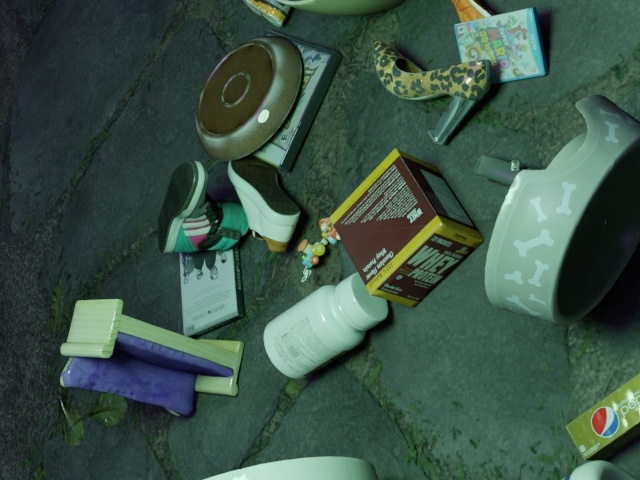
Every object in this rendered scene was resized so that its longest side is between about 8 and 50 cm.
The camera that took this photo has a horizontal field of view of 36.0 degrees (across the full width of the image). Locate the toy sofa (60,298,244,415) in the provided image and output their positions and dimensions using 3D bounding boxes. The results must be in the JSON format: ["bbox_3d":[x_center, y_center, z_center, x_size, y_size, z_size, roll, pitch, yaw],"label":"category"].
[{"bbox_3d":[-0.340,0.249,2.019,0.150,0.362,0.177,-4,68,43],"label":"toy sofa"}]

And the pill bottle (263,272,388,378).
[{"bbox_3d":[0.012,0.159,1.869,0.229,0.131,0.131,-36,55,31],"label":"pill bottle"}]

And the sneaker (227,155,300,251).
[{"bbox_3d":[-0.136,-0.076,2.105,0.290,0.106,0.123,-123,39,-50],"label":"sneaker"}]

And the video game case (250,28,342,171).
[{"bbox_3d":[-0.096,-0.314,2.180,0.248,0.035,0.275,29,96,45],"label":"video game case"}]

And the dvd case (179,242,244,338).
[{"bbox_3d":[-0.247,0.083,2.214,0.179,0.029,0.239,-25,61,36],"label":"dvd case"}]

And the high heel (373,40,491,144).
[{"bbox_3d":[0.207,-0.331,1.831,0.261,0.093,0.186,54,133,23],"label":"high heel"}]

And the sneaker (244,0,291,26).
[{"bbox_3d":[-0.128,-0.565,2.272,0.083,0.084,0.215,-51,51,3],"label":"sneaker"}]

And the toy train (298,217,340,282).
[{"bbox_3d":[0.000,0.000,1.947,0.166,0.046,0.125,-51,8,24],"label":"toy train"}]

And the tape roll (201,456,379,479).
[{"bbox_3d":[-0.084,0.462,1.690,0.392,0.392,0.072,-32,58,33],"label":"tape roll"}]

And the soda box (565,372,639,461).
[{"bbox_3d":[0.458,0.254,1.462,0.181,0.058,0.061,-44,51,25],"label":"soda box"}]

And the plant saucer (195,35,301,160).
[{"bbox_3d":[-0.174,-0.324,2.175,0.310,0.050,0.311,-22,54,34],"label":"plant saucer"}]

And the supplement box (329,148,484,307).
[{"bbox_3d":[0.153,-0.020,1.790,0.191,0.129,0.194,-46,50,24],"label":"supplement box"}]

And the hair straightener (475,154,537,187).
[{"bbox_3d":[0.348,-0.099,1.654,0.230,0.089,0.047,30,97,45],"label":"hair straightener"}]

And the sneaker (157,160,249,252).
[{"bbox_3d":[-0.233,-0.065,2.102,0.295,0.178,0.124,124,139,-54],"label":"sneaker"}]

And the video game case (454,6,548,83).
[{"bbox_3d":[0.322,-0.343,1.767,0.166,0.015,0.119,-2,106,43],"label":"video game case"}]

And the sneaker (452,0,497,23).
[{"bbox_3d":[0.279,-0.421,1.840,0.067,0.064,0.175,-55,45,27],"label":"sneaker"}]

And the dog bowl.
[{"bbox_3d":[0.381,-0.031,1.438,0.102,0.349,0.349,30,99,32],"label":"dog bowl"}]

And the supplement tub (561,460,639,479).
[{"bbox_3d":[0.338,0.490,1.381,0.325,0.235,0.235,-46,50,24],"label":"supplement tub"}]

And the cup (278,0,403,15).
[{"bbox_3d":[0.073,-0.583,1.963,0.331,0.237,0.331,-15,67,41],"label":"cup"}]
